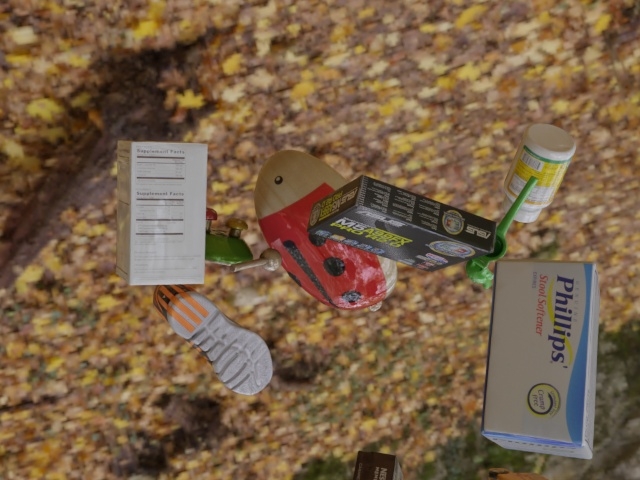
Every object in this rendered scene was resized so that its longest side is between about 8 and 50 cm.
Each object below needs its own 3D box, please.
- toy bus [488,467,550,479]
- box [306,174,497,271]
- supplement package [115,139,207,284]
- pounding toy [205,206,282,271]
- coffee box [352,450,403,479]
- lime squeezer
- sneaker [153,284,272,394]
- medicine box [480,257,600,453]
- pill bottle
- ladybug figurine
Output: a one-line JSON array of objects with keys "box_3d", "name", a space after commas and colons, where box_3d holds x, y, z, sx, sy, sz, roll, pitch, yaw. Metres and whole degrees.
[{"box_3d": [0.494, 0.616, 2.174, 0.130, 0.108, 0.332, 0, 176, -7], "name": "toy bus"}, {"box_3d": [0.140, -0.023, 1.633, 0.270, 0.060, 0.216, 18, 163, -20], "name": "box"}, {"box_3d": [-0.281, -0.053, 1.621, 0.134, 0.244, 0.139, 0, -172, -23], "name": "supplement package"}, {"box_3d": [-0.212, -0.009, 2.104, 0.237, 0.110, 0.183, 18, -171, 36], "name": "pounding toy"}, {"box_3d": [0.142, 0.625, 2.308, 0.098, 0.141, 0.246, 6, 157, 12], "name": "coffee box"}, {"box_3d": [0.321, 0.018, 1.674, 0.110, 0.059, 0.310, -21, 146, -25], "name": "lime squeezer"}, {"box_3d": [-0.231, 0.188, 1.957, 0.124, 0.321, 0.180, -43, -148, -10], "name": "sneaker"}, {"box_3d": [0.350, 0.190, 1.430, 0.149, 0.263, 0.289, 2, 164, 20], "name": "medicine box"}, {"box_3d": [0.475, -0.144, 2.041, 0.117, 0.117, 0.208, -10, 136, -26], "name": "pill bottle"}, {"box_3d": [0.000, 0.000, 2.153, 0.305, 0.449, 0.162, -23, -161, 51], "name": "ladybug figurine"}]
